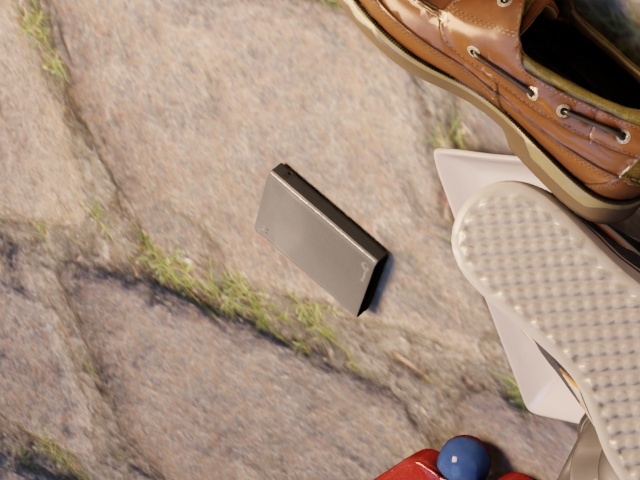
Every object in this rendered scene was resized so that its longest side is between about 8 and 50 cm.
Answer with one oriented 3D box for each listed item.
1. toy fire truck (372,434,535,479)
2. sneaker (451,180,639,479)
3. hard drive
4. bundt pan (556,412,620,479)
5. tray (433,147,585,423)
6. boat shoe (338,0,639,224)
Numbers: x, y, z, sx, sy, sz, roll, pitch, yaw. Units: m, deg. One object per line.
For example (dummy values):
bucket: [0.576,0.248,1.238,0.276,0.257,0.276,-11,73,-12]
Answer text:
toy fire truck: [0.152,0.318,1.811,0.302,0.169,0.254,35,121,23]
sneaker: [0.234,0.083,1.406,0.126,0.127,0.321,-42,76,14]
hard drive: [0.000,0.000,1.775,0.135,0.022,0.094,40,147,16]
bundt pan: [0.319,0.259,1.509,0.331,0.124,0.331,26,139,24]
tray: [0.191,0.039,1.566,0.145,0.030,0.270,10,130,48]
boat shoe: [0.138,-0.151,1.379,0.307,0.111,0.104,39,140,6]
